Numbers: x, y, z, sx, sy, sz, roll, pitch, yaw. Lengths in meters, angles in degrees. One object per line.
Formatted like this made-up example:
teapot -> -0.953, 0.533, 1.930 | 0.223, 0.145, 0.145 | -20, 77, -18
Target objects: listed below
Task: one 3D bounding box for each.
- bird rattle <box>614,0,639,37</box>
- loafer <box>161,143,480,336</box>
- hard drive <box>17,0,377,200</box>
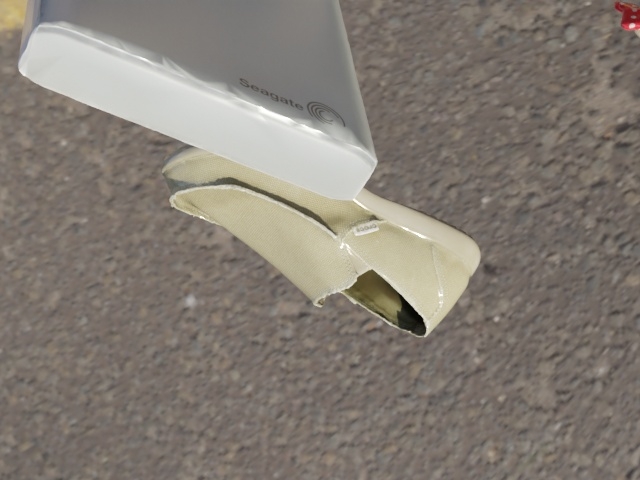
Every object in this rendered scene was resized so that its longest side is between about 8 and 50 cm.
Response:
bird rattle -> 0.550, -0.300, 1.830 | 0.253, 0.207, 0.143 | 19, 93, -6
loafer -> 0.000, 0.000, 0.937 | 0.268, 0.092, 0.102 | 20, 157, -14
hard drive -> -0.089, -0.187, 0.874 | 0.233, 0.353, 0.047 | 20, 125, -23
